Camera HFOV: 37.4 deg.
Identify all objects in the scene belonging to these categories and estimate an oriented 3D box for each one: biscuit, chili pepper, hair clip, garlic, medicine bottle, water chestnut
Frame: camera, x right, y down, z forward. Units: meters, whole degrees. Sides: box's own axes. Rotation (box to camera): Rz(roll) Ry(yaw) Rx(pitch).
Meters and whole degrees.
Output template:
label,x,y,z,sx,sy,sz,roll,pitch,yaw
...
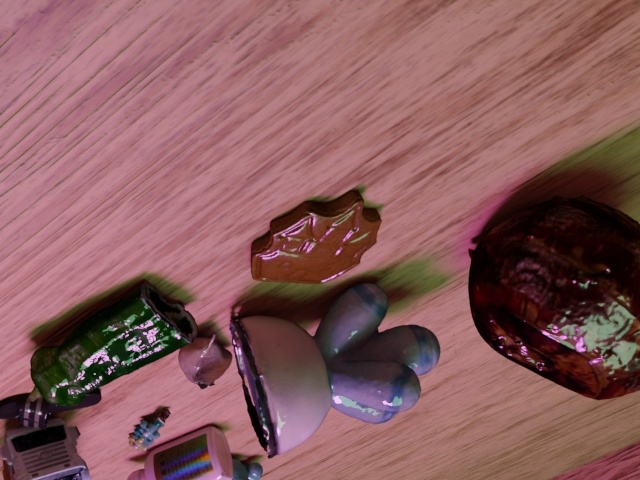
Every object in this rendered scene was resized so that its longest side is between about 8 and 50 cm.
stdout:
label,x,y,z,sx,sy,sz,roll,pitch,yaw
biscuit,0.001,0.002,1.357,0.182,0.034,0.215,4,145,-32
chili pepper,-0.330,0.168,1.413,0.270,0.099,0.136,-28,158,12
hair clip,-0.336,0.370,1.822,0.049,0.049,0.173,3,147,-30
garlic,-0.198,0.190,1.563,0.084,0.066,0.152,-43,155,-8
medicine bottle,-0.289,0.468,1.929,0.219,0.115,0.078,-25,151,15
water chestnut,0.402,0.064,1.459,0.302,0.350,0.350,-53,160,-22

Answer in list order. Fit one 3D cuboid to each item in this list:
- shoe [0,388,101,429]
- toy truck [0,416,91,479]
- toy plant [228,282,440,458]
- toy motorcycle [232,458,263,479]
label,x,y,z,sx,sy,sz,roll,pitch,yaw
shoe,-0.461,0.291,1.608,0.179,0.049,0.071,-6,148,-18
toy truck,-0.512,0.440,1.727,0.136,0.162,0.305,-12,147,-28
toy plant,0.037,0.202,1.537,0.332,0.247,0.247,-14,151,-13
toy motorcycle,-0.225,0.564,2.158,0.198,0.109,0.296,-20,150,-14
